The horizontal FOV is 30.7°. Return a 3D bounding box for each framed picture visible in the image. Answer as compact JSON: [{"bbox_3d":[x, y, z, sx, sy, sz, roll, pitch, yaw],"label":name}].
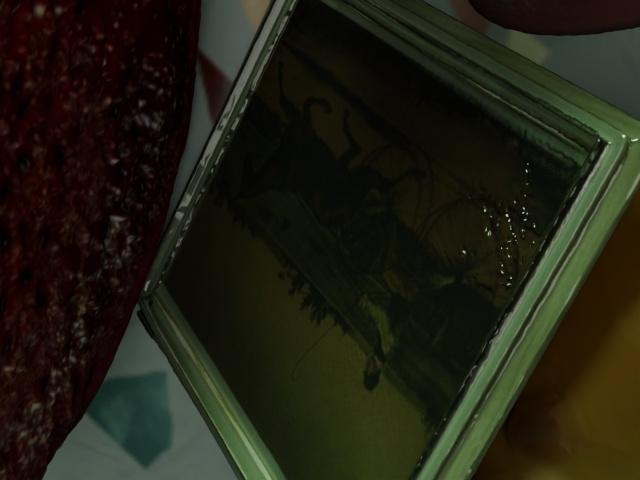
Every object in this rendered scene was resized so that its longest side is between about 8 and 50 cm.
[{"bbox_3d":[0.000,0.000,0.444,0.014,0.252,0.197,18,106,-32],"label":"framed picture"}]

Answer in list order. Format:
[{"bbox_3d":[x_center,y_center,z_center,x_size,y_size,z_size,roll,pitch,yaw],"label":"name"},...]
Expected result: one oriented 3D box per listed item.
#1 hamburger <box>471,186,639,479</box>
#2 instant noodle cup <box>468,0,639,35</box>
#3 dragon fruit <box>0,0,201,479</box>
[{"bbox_3d":[0.157,0.081,0.408,0.276,0.237,0.276,-1,89,28],"label":"hamburger"},{"bbox_3d":[0.094,-0.191,0.385,0.235,0.235,0.178,-27,122,11],"label":"instant noodle cup"},{"bbox_3d":[-0.200,-0.047,0.389,0.249,0.386,0.371,15,104,15],"label":"dragon fruit"}]
